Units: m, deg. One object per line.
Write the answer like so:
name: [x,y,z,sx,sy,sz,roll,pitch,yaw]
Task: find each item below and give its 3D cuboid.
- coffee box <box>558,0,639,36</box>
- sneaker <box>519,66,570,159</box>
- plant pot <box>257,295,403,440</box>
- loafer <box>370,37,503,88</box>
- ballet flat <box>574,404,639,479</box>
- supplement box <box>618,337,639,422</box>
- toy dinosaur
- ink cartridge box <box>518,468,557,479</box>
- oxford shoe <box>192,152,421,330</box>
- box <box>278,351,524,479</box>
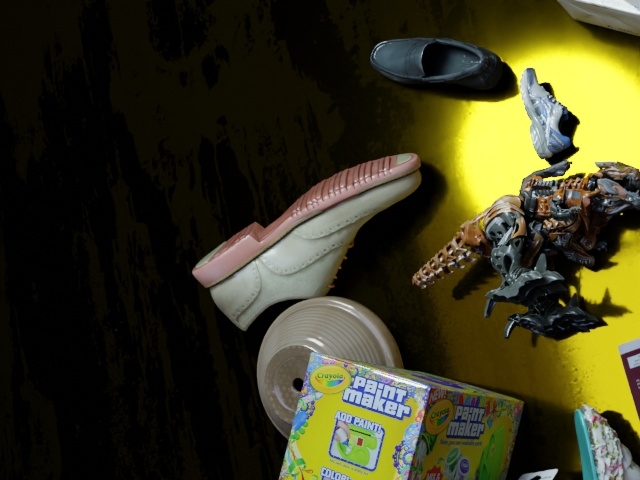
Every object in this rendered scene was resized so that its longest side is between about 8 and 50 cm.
coffee box: [0.437,-0.412,1.324,0.141,0.098,0.247,25,93,35]
sneaker: [0.319,-0.183,1.385,0.058,0.052,0.135,-16,77,20]
plant pot: [-0.006,0.202,1.437,0.237,0.109,0.238,0,90,28]
loafer: [0.166,-0.275,1.485,0.223,0.078,0.076,15,87,35]
ballet flat: [0.367,0.323,1.219,0.077,0.091,0.241,-5,79,2]
supplement box: [0.454,0.220,1.161,0.130,0.073,0.240,-30,62,43]
toy dinosaur: [0.284,0.008,1.327,0.322,0.164,0.219,-38,44,41]
ink cartridge box: [0.271,0.364,1.236,0.092,0.089,0.143,141,126,-60]
oxford shoe: [0.000,0.000,1.525,0.397,0.140,0.147,-30,100,17]
box: [0.097,0.309,1.262,0.177,0.290,0.279,12,86,35]
